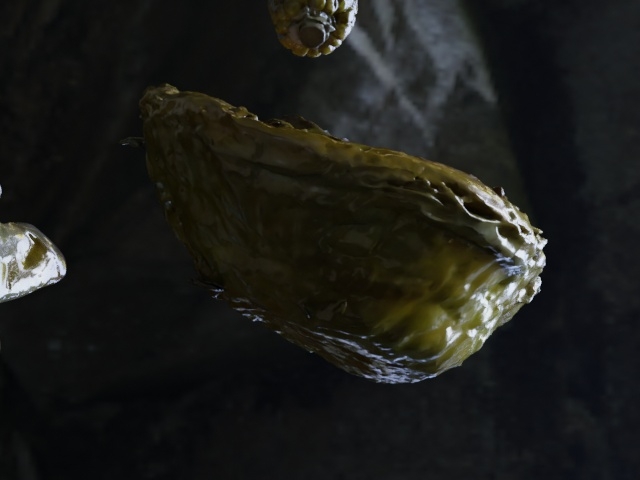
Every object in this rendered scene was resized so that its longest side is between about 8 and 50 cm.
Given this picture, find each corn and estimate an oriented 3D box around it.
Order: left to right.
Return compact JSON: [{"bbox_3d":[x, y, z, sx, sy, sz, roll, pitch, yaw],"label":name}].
[{"bbox_3d":[-0.005,-0.208,1.361,0.068,0.068,0.207,-54,-159,33],"label":"corn"}]

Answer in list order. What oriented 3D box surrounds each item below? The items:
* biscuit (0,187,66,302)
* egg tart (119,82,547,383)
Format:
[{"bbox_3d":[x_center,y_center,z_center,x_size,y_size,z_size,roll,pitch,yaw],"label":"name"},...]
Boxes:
[{"bbox_3d":[-0.283,0.026,1.431,0.047,0.164,0.208,-21,-153,27],"label":"biscuit"},{"bbox_3d":[0.000,0.000,1.346,0.351,0.339,0.153,86,27,-79],"label":"egg tart"}]
